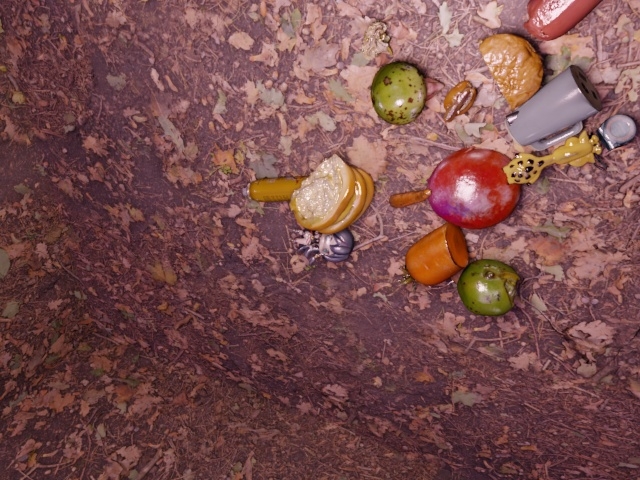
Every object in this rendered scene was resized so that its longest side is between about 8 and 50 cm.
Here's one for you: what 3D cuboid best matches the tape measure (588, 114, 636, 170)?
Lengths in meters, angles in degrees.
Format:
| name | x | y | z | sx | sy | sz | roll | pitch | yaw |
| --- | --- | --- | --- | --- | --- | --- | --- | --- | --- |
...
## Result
| name | x | y | z | sx | sy | sz | roll | pitch | yaw |
| --- | --- | --- | --- | --- | --- | --- | --- | --- | --- |
| tape measure | 0.914 | -0.311 | 1.501 | 0.107 | 0.104 | 0.180 | -26 | 153 | 6 |

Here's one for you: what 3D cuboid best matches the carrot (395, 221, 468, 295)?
| name | x | y | z | sx | sy | sz | roll | pitch | yaw |
| --- | --- | --- | --- | --- | --- | --- | --- | --- | --- |
| carrot | 0.452 | 0.079 | 1.895 | 0.214 | 0.193 | 0.331 | 41 | 134 | -12 |

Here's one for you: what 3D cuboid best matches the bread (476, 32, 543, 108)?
| name | x | y | z | sx | sy | sz | roll | pitch | yaw |
| --- | --- | --- | --- | --- | --- | --- | --- | --- | --- |
| bread | 0.581 | -0.534 | 1.438 | 0.140 | 0.143 | 0.229 | -30 | 111 | 26 |

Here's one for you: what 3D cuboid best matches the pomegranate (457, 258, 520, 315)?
| name | x | y | z | sx | sy | sz | roll | pitch | yaw |
| --- | --- | --- | --- | --- | --- | --- | --- | --- | --- |
| pomegranate | 0.670 | 0.204 | 1.885 | 0.236 | 0.235 | 0.302 | -5 | 148 | 28 |

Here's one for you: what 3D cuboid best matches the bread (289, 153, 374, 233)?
| name | x | y | z | sx | sy | sz | roll | pitch | yaw |
| --- | --- | --- | --- | --- | --- | --- | --- | --- | --- |
| bread | 0.061 | -0.150 | 1.865 | 0.316 | 0.211 | 0.270 | -42 | 140 | 19 |

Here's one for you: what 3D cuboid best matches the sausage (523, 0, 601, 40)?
| name | x | y | z | sx | sy | sz | roll | pitch | yaw |
| --- | --- | --- | --- | --- | --- | --- | --- | --- | --- |
| sausage | 0.677 | -0.668 | 1.280 | 0.152 | 0.152 | 0.279 | 39 | 133 | -5 |

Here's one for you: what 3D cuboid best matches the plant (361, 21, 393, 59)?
| name | x | y | z | sx | sy | sz | roll | pitch | yaw |
| --- | --- | --- | --- | --- | --- | --- | --- | --- | --- |
| plant | 0.197 | -0.646 | 1.565 | 0.122 | 0.104 | 0.116 | 17 | 156 | -17 |

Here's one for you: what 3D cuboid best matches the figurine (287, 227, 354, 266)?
| name | x | y | z | sx | sy | sz | roll | pitch | yaw |
| --- | --- | --- | --- | --- | --- | --- | --- | --- | --- |
| figurine | 0.014 | -0.004 | 2.046 | 0.265 | 0.197 | 0.175 | 30 | 134 | 16 |

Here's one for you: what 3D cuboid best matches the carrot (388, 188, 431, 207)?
| name | x | y | z | sx | sy | sz | roll | pitch | yaw |
| --- | --- | --- | --- | --- | --- | --- | --- | --- | --- |
| carrot | 0.342 | -0.160 | 1.806 | 0.059 | 0.059 | 0.248 | 52 | 157 | -15 |

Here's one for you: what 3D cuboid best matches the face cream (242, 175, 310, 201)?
| name | x | y | z | sx | sy | sz | roll | pitch | yaw |
| --- | --- | --- | --- | --- | --- | --- | --- | --- | --- |
| face cream | -0.180 | -0.218 | 2.041 | 0.349 | 0.105 | 0.105 | 0 | 123 | 26 |

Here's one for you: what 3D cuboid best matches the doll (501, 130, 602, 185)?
| name | x | y | z | sx | sy | sz | roll | pitch | yaw |
| --- | --- | --- | --- | --- | --- | --- | --- | --- | --- |
| doll | 0.734 | -0.259 | 1.525 | 0.291 | 0.086 | 0.117 | -20 | 104 | 27 |

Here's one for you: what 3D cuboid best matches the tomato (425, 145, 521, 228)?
| name | x | y | z | sx | sy | sz | roll | pitch | yaw |
| --- | --- | --- | --- | --- | --- | --- | --- | --- | --- |
| tomato | 0.531 | -0.172 | 1.692 | 0.335 | 0.176 | 0.289 | 16 | 126 | 16 |

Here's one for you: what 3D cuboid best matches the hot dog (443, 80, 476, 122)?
| name | x | y | z | sx | sy | sz | roll | pitch | yaw |
| --- | --- | --- | --- | --- | --- | --- | --- | --- | --- |
| hot dog | 0.457 | -0.462 | 1.591 | 0.090 | 0.060 | 0.140 | 44 | 134 | -3 |

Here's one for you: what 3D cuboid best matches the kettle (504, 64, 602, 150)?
| name | x | y | z | sx | sy | sz | roll | pitch | yaw |
| --- | --- | --- | --- | --- | --- | --- | --- | --- | --- |
| kettle | 0.726 | -0.389 | 1.480 | 0.211 | 0.159 | 0.243 | 22 | 145 | -28 |

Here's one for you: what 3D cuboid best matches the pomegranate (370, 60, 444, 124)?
| name | x | y | z | sx | sy | sz | roll | pitch | yaw |
| --- | --- | --- | --- | --- | --- | --- | --- | --- | --- |
| pomegranate | 0.290 | -0.495 | 1.578 | 0.248 | 0.214 | 0.214 | -15 | 123 | -9 |
